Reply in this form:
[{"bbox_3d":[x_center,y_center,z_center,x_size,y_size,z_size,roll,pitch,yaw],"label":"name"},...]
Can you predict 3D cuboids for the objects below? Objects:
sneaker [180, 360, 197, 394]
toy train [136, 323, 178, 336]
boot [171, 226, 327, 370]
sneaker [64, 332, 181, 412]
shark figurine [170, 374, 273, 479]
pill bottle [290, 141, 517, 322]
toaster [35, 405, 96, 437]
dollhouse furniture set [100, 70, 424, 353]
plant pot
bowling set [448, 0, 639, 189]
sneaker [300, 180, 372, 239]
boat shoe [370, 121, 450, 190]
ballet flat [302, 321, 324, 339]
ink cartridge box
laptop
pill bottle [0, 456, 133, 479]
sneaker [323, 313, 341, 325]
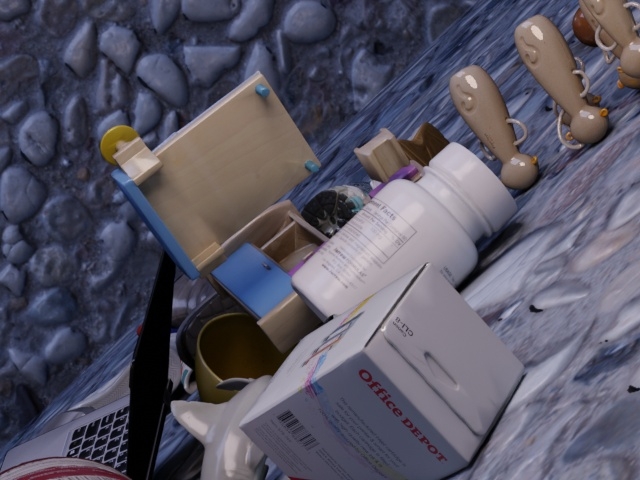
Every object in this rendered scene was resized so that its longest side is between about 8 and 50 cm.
[{"bbox_3d":[-0.141,0.165,2.418,0.161,0.057,0.075,-38,27,23],"label":"sneaker"},{"bbox_3d":[-0.228,0.157,2.709,0.248,0.105,0.143,-38,-1,33],"label":"toy train"},{"bbox_3d":[-0.143,0.099,2.321,0.222,0.118,0.338,-11,16,38],"label":"boot"},{"bbox_3d":[-0.302,0.255,2.584,0.292,0.108,0.169,-39,0,13],"label":"sneaker"},{"bbox_3d":[-0.092,0.178,1.680,0.278,0.116,0.166,-70,-3,-61],"label":"shark figurine"},{"bbox_3d":[0.091,0.010,1.764,0.229,0.131,0.131,-44,8,-5],"label":"pill bottle"},{"bbox_3d":[-0.341,0.321,2.295,0.146,0.129,0.227,-52,15,-27],"label":"toaster"},{"bbox_3d":[-0.069,-0.084,1.848,0.286,0.303,0.198,-40,29,-8],"label":"dollhouse furniture set"},{"bbox_3d":[-0.089,0.164,1.938,0.134,0.134,0.095,-54,-12,-52],"label":"plant pot"},{"bbox_3d":[0.306,-0.193,1.865,0.200,0.154,0.287,-26,-7,-41],"label":"bowling set"},{"bbox_3d":[0.000,0.000,2.472,0.122,0.110,0.283,-26,-5,-46],"label":"sneaker"},{"bbox_3d":[0.115,-0.082,2.280,0.096,0.098,0.277,-41,-1,21],"label":"boat shoe"},{"bbox_3d":[0.061,0.053,1.898,0.232,0.073,0.080,-48,8,-34],"label":"ballet flat"},{"bbox_3d":[0.051,0.127,1.366,0.176,0.128,0.127,-34,12,45],"label":"ink cartridge box"},{"bbox_3d":[-0.304,0.211,1.994,0.408,0.236,0.382,-25,24,16],"label":"laptop"},{"bbox_3d":[-0.218,0.303,1.432,0.224,0.224,0.392,-45,8,-12],"label":"pill bottle"},{"bbox_3d":[0.064,0.093,1.572,0.256,0.094,0.151,-39,15,46],"label":"sneaker"}]
